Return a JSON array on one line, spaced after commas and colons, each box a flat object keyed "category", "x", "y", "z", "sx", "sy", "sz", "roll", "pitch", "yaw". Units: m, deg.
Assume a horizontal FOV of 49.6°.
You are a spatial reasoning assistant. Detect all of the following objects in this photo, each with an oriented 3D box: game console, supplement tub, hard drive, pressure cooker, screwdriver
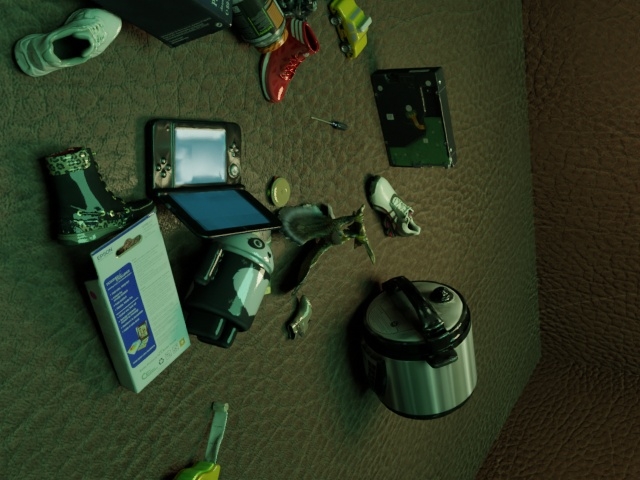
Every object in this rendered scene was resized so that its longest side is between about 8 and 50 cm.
[{"category": "game console", "x": -0.230, "y": -0.147, "z": 1.580, "sx": 0.293, "sy": 0.173, "sz": 0.250, "roll": -11, "pitch": 105, "yaw": -55}, {"category": "supplement tub", "x": -0.160, "y": -0.552, "z": 1.662, "sx": 0.190, "sy": 0.117, "sz": 0.117, "roll": 54, "pitch": 53, "yaw": -46}, {"category": "hard drive", "x": 0.312, "y": -0.398, "z": 2.273, "sx": 0.064, "sy": 0.236, "sz": 0.339, "roll": -46, "pitch": 130, "yaw": -42}, {"category": "pressure cooker", "x": 0.324, "y": 0.327, "z": 2.299, "sx": 0.375, "sy": 0.369, "sz": 0.421, "roll": -49, "pitch": 137, "yaw": -45}, {"category": "screwdriver", "x": 0.024, "y": -0.353, "z": 2.057, "sx": 0.170, "sy": 0.024, "sz": 0.025, "roll": 11, "pitch": 57, "yaw": -49}]

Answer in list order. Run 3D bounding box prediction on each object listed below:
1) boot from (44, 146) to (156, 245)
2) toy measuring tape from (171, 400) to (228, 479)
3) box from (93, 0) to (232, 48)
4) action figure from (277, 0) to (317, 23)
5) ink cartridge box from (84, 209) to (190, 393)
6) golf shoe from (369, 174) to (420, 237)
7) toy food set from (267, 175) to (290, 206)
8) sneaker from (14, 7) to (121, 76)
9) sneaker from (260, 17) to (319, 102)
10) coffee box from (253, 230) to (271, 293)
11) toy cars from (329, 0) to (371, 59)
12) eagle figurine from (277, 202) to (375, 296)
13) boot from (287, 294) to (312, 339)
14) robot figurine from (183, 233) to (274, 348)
[{"category": "boot", "x": -0.431, "y": -0.102, "z": 1.374, "sx": 0.236, "sy": 0.085, "sz": 0.179, "roll": -29, "pitch": 116, "yaw": -52}, {"category": "toy measuring tape", "x": -0.294, "y": 0.544, "z": 1.665, "sx": 0.121, "sy": 0.121, "sz": 0.330, "roll": 41, "pitch": 54, "yaw": -51}, {"category": "box", "x": -0.319, "y": -0.579, "z": 1.324, "sx": 0.294, "sy": 0.182, "sz": 0.296, "roll": 18, "pitch": 68, "yaw": -55}, {"category": "action figure", "x": -0.054, "y": -0.674, "z": 1.777, "sx": 0.164, "sy": 0.141, "sz": 0.276, "roll": -32, "pitch": 122, "yaw": -32}, {"category": "ink cartridge box", "x": -0.383, "y": 0.128, "z": 1.452, "sx": 0.176, "sy": 0.069, "sz": 0.371, "roll": -43, "pitch": 140, "yaw": -42}, {"category": "golf shoe", "x": 0.253, "y": -0.118, "z": 2.341, "sx": 0.105, "sy": 0.120, "sz": 0.273, "roll": -60, "pitch": 138, "yaw": -28}, {"category": "toy food set", "x": -0.111, "y": -0.134, "z": 1.889, "sx": 0.083, "sy": 0.020, "sz": 0.083, "roll": -60, "pitch": 139, "yaw": -30}, {"category": "sneaker", "x": -0.440, "y": -0.368, "z": 1.284, "sx": 0.232, "sy": 0.115, "sz": 0.090, "roll": -50, "pitch": 134, "yaw": -39}, {"category": "sneaker", "x": -0.077, "y": -0.457, "z": 1.774, "sx": 0.087, "sy": 0.128, "sz": 0.221, "roll": -20, "pitch": 121, "yaw": -52}, {"category": "coffee box", "x": -0.176, "y": 0.056, "z": 1.808, "sx": 0.113, "sy": 0.040, "sz": 0.184, "roll": -7, "pitch": 101, "yaw": -55}, {"category": "toy cars", "x": 0.107, "y": -0.742, "z": 2.047, "sx": 0.176, "sy": 0.087, "sz": 0.394, "roll": -7, "pitch": 101, "yaw": -55}, {"category": "eagle figurine", "x": 0.003, "y": -0.003, "z": 1.976, "sx": 0.298, "sy": 0.225, "sz": 0.226, "roll": -21, "pitch": 72, "yaw": -21}, {"category": "boot", "x": -0.062, "y": 0.228, "z": 2.005, "sx": 0.087, "sy": 0.042, "sz": 0.119, "roll": -33, "pitch": 122, "yaw": -46}, {"category": "robot figurine", "x": -0.215, "y": 0.110, "z": 1.641, "sx": 0.209, "sy": 0.173, "sz": 0.278, "roll": 132, "pitch": -19, "yaw": -68}]
